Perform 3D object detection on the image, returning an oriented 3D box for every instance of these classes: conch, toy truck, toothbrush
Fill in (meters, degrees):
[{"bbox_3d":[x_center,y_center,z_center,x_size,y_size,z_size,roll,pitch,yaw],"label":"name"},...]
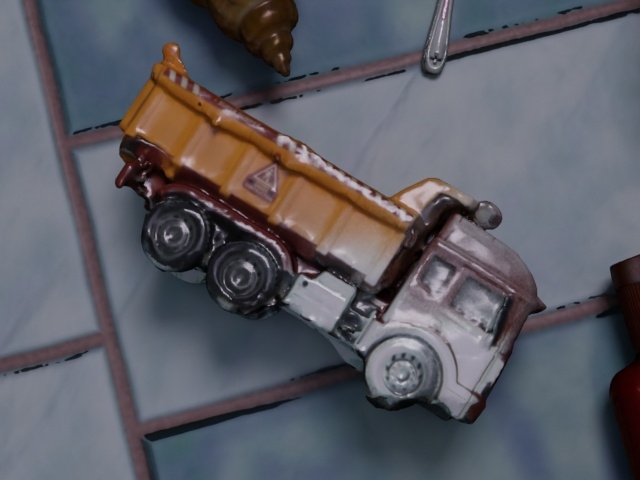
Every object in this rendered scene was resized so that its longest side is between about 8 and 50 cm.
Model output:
[{"bbox_3d":[-0.068,-0.256,0.707,0.109,0.093,0.330,-17,80,2],"label":"conch"},{"bbox_3d":[0.000,0.000,0.659,0.270,0.114,0.135,32,85,6],"label":"toy truck"},{"bbox_3d":[0.096,-0.212,0.741,0.017,0.022,0.204,11,81,5],"label":"toothbrush"}]

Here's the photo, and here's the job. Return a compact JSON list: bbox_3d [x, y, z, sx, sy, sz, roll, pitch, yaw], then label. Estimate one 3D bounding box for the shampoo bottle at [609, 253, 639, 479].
[{"bbox_3d":[0.253,0.157,0.655,0.118,0.076,0.314,-14,81,-3],"label":"shampoo bottle"}]
